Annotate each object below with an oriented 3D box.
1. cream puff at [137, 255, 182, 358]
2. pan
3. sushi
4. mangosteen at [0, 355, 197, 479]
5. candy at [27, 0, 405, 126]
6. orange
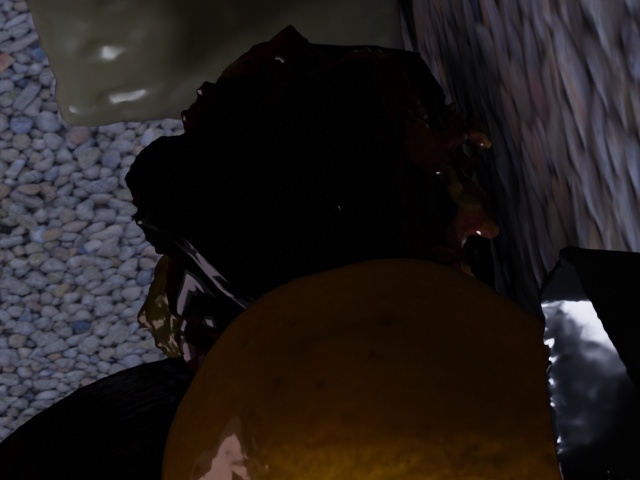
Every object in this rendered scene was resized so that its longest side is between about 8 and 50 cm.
[{"bbox_3d":[-0.024,0.038,1.430,0.244,0.196,0.244,-169,90,-69],"label":"cream puff"},{"bbox_3d":[0.090,0.093,0.433,0.128,0.048,0.202,-105,4,-54],"label":"pan"},{"bbox_3d":[0.000,0.000,0.788,0.150,0.153,0.172,5,-89,-72],"label":"sushi"},{"bbox_3d":[-0.034,0.268,1.091,0.435,0.382,0.382,42,-168,-23],"label":"mangosteen"},{"bbox_3d":[-0.066,-0.197,0.859,0.320,0.179,0.135,80,175,-55],"label":"candy"},{"bbox_3d":[0.025,0.082,0.663,0.136,0.159,0.159,-29,-73,-68],"label":"orange"}]
